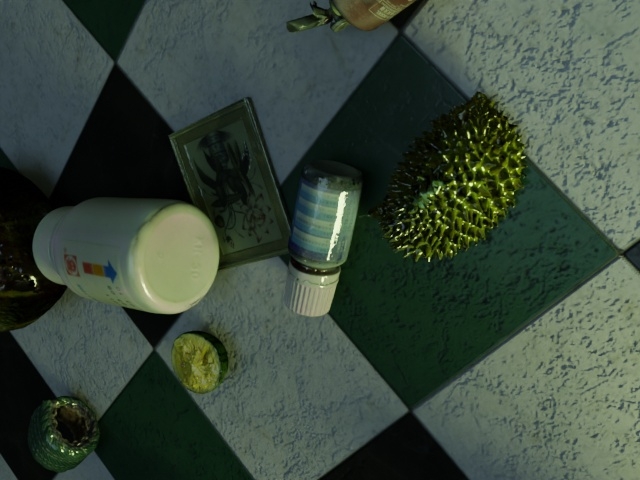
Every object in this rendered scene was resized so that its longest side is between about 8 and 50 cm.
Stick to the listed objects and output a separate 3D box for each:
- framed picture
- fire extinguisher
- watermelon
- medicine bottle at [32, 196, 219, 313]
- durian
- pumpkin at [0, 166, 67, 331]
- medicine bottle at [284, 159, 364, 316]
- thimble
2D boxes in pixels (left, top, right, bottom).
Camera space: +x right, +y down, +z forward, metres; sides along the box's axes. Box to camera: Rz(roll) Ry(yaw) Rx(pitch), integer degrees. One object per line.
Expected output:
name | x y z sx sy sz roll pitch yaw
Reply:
framed picture | -0.132 -0.075 0.910 0.173 0.010 0.231 -17 94 35
fire extinguisher | 0.083 -0.304 0.651 0.269 0.105 0.104 -25 90 35
watermelon | -0.191 0.194 0.994 0.105 0.062 0.105 5 100 26
medicine bottle | -0.313 0.017 0.952 0.293 0.170 0.170 4 106 35
durian | 0.138 -0.050 0.699 0.137 0.095 0.220 49 129 12
pumpkin | -0.601 0.017 1.125 0.320 0.192 0.320 11 112 29
medicine bottle | 0.000 0.000 0.804 0.083 0.083 0.203 21 114 26
thimble | -0.513 0.385 1.222 0.090 0.118 0.135 -45 63 29
